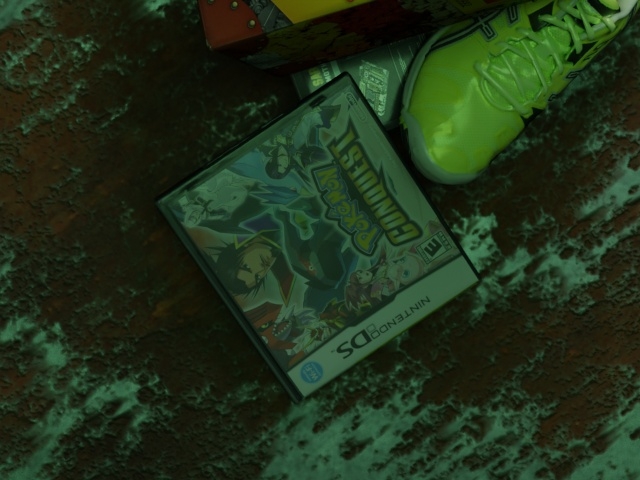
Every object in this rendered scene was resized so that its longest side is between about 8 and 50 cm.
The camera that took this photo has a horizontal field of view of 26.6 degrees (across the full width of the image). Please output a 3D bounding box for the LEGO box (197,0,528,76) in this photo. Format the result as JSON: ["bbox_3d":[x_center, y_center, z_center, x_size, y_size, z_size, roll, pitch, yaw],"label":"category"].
[{"bbox_3d":[0.043,-0.454,1.326,0.372,0.193,0.500,-15,83,19],"label":"LEGO box"}]

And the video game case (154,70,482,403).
[{"bbox_3d":[0.000,0.000,1.462,0.248,0.035,0.275,-34,103,1],"label":"video game case"}]

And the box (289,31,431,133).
[{"bbox_3d":[0.045,-0.229,1.491,0.183,0.056,0.231,-21,90,-2],"label":"box"}]

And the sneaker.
[{"bbox_3d":[0.223,-0.220,1.417,0.145,0.147,0.384,41,76,-13],"label":"sneaker"}]
